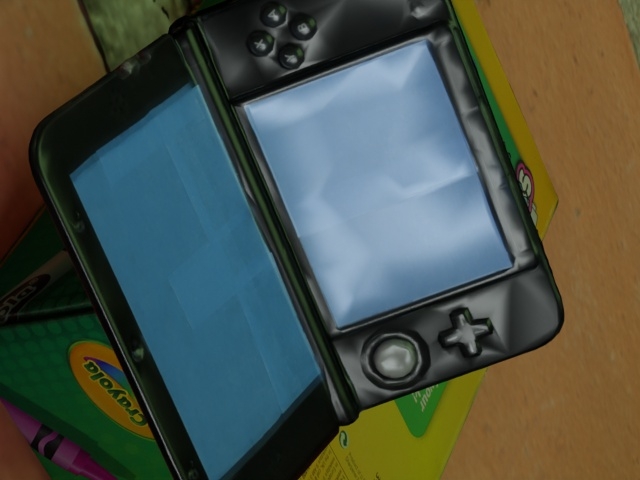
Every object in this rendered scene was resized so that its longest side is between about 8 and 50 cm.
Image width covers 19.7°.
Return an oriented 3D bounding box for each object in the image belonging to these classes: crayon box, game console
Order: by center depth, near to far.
[{"bbox_3d":[0.000,0.000,0.556,0.085,0.124,0.144,-89,158,-70],"label":"game console"},{"bbox_3d":[-0.005,0.004,0.700,0.165,0.081,0.278,63,35,-27],"label":"crayon box"}]
